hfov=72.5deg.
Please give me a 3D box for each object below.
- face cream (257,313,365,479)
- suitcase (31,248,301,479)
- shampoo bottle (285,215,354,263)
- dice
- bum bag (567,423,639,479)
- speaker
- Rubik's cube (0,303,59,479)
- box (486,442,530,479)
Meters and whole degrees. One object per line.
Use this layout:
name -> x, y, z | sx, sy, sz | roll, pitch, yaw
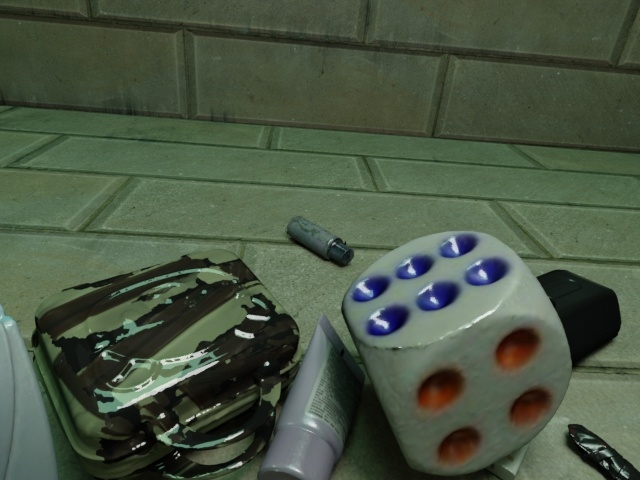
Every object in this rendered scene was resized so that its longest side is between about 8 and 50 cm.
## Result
face cream -> 0.001, 0.249, 0.662 | 0.096, 0.154, 0.274 | -25, 17, 31
suitcase -> -0.207, 0.191, 0.659 | 0.352, 0.193, 0.339 | -19, 46, -38
shampoo bottle -> 0.000, 0.000, 1.180 | 0.072, 0.072, 0.214 | -20, 37, -39
dice -> 0.189, 0.154, 0.648 | 0.259, 0.251, 0.243 | -25, 24, -3
bum bag -> 0.437, 0.331, 0.669 | 0.058, 0.034, 0.124 | 1, 25, -39
speaker -> 0.459, 0.125, 0.869 | 0.389, 0.184, 0.180 | -9, 29, -37
Rubik's cube -> -0.491, 0.229, 0.361 | 0.352, 0.351, 0.347 | 9, 27, 11
box -> 0.298, 0.286, 0.732 | 0.122, 0.032, 0.220 | 24, 33, 31
